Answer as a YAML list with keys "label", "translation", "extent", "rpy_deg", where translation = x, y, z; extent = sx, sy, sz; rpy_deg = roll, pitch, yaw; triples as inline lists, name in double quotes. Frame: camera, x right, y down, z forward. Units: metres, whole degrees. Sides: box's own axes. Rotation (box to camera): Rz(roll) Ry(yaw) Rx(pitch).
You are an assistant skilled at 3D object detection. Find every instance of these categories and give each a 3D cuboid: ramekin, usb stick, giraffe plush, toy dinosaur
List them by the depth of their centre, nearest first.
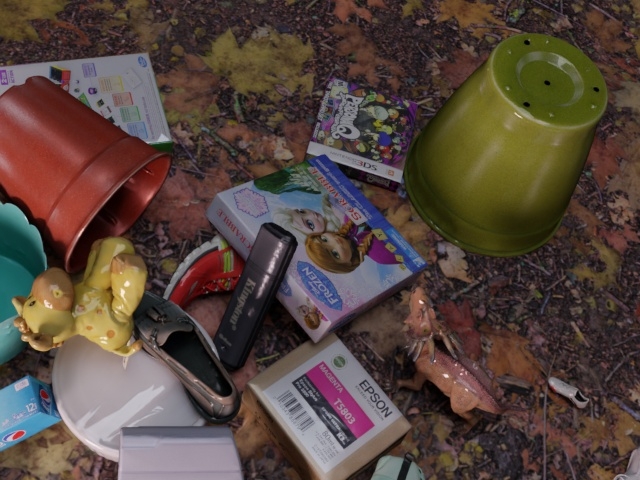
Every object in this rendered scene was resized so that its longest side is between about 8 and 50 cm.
- label: "giraffe plush"
  translation: [-0.375, 0.098, 1.327]
  extent: [0.170, 0.181, 0.210]
  rpy_deg: [1, 88, -31]
- label: "ramekin"
  translation: [-0.303, 0.244, 1.442]
  extent: [0.272, 0.127, 0.273]
  rpy_deg: [6, 57, -9]
- label: "usb stick"
  translation: [-0.117, 0.098, 1.504]
  extent: [0.077, 0.278, 0.045]
  rpy_deg: [32, 22, 21]
- label: "toy dinosaur"
  translation: [0.238, 0.231, 1.530]
  extent: [0.295, 0.200, 0.127]
  rpy_deg: [35, 58, 9]

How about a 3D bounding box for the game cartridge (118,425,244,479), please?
- label: "game cartridge"
  translation: [-0.211, 0.430, 1.313]
  extent: [0.195, 0.060, 0.295]
  rpy_deg: [2, 89, -17]

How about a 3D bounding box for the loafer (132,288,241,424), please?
- label: "loafer"
  translation: [-0.215, 0.168, 1.381]
  extent: [0.096, 0.084, 0.267]
  rpy_deg: [-35, 73, -28]

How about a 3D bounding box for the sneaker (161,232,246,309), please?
- label: "sneaker"
  translation: [-0.178, 0.057, 1.601]
  extent: [0.118, 0.107, 0.279]
  rpy_deg: [44, 60, 8]

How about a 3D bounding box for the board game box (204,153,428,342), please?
- label: "board game box"
  translation: [0.000, 0.000, 1.634]
  extent: [0.319, 0.066, 0.318]
  rpy_deg: [47, 41, 14]

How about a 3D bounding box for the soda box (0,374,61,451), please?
- label: "soda box"
  translation: [-0.519, 0.292, 1.350]
  extent: [0.210, 0.071, 0.067]
  rpy_deg: [-27, 66, 1]

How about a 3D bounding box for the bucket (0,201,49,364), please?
- label: "bucket"
  translation: [-0.589, 0.074, 1.447]
  extent: [0.281, 0.183, 0.281]
  rpy_deg: [6, 58, -10]

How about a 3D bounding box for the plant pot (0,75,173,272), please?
- label: "plant pot"
  translation: [-0.449, -0.131, 1.527]
  extent: [0.265, 0.272, 0.272]
  rpy_deg: [40, 59, 2]

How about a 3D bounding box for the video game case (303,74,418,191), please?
- label: "video game case"
  translation: [0.090, -0.233, 1.873]
  extent: [0.210, 0.042, 0.232]
  rpy_deg: [18, 57, -3]

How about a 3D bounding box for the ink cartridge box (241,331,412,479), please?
- label: "ink cartridge box"
  translation: [0.009, 0.298, 1.504]
  extent: [0.193, 0.088, 0.235]
  rpy_deg: [-32, 70, -26]

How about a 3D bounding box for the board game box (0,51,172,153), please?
- label: "board game box"
  translation: [-0.478, -0.255, 1.742]
  extent: [0.316, 0.064, 0.242]
  rpy_deg: [-9, 62, -18]

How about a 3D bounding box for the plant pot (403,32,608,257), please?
- label: "plant pot"
  translation: [0.391, -0.212, 1.745]
  extent: [0.366, 0.353, 0.367]
  rpy_deg: [6, 58, -10]

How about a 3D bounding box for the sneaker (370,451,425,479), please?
- label: "sneaker"
  translation: [0.190, 0.457, 1.449]
  extent: [0.255, 0.094, 0.151]
  rpy_deg: [36, 34, -8]

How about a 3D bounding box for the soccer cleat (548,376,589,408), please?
- label: "soccer cleat"
  translation: [0.471, 0.285, 1.647]
  extent: [0.083, 0.036, 0.029]
  rpy_deg: [40, 59, 12]

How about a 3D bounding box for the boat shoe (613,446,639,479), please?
- label: "boat shoe"
  translation: [0.555, 0.451, 1.556]
  extent: [0.063, 0.066, 0.184]
  rpy_deg: [20, 67, -2]
